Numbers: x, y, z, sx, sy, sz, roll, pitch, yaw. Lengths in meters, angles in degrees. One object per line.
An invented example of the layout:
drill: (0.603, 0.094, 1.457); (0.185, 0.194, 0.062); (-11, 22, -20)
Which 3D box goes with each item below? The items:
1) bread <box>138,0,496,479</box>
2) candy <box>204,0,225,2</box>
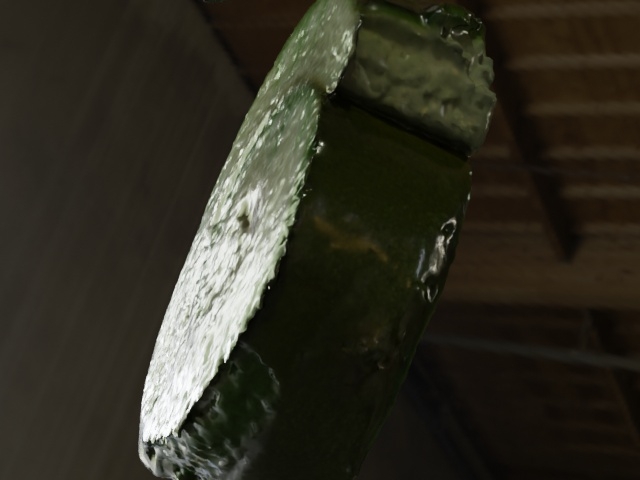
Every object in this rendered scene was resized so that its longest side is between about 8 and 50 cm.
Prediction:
bread: (0.000, 0.000, 1.027); (0.129, 0.366, 0.382); (23, -70, -13)
candy: (-0.019, -0.292, 0.949); (0.086, 0.292, 0.059); (16, 13, -23)
